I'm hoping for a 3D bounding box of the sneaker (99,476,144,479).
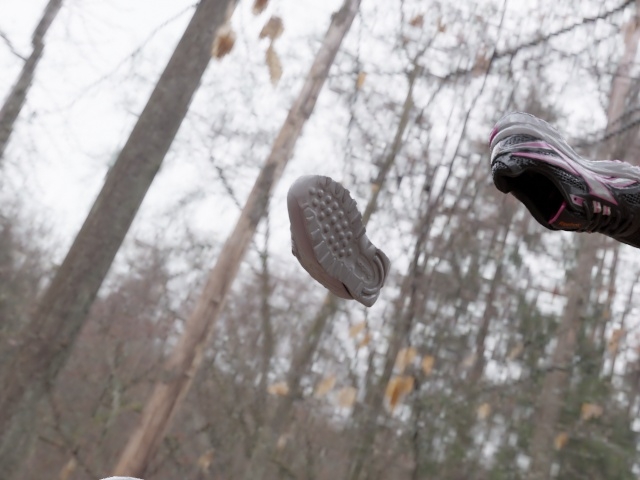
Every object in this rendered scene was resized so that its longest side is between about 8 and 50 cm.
[{"bbox_3d":[-0.059,0.196,0.555,0.226,0.086,0.163,41,-36,-16],"label":"sneaker"}]

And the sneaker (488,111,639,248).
[{"bbox_3d":[0.214,-0.030,0.958,0.178,0.077,0.072,25,-46,-2],"label":"sneaker"}]

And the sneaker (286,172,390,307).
[{"bbox_3d":[0.000,0.000,1.344,0.095,0.090,0.235,20,-24,32],"label":"sneaker"}]
